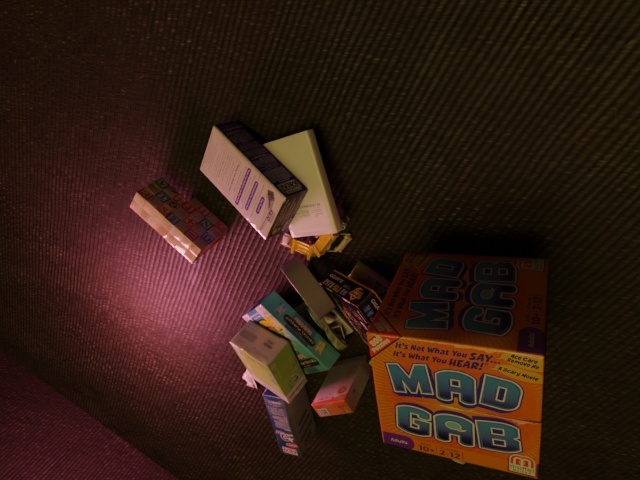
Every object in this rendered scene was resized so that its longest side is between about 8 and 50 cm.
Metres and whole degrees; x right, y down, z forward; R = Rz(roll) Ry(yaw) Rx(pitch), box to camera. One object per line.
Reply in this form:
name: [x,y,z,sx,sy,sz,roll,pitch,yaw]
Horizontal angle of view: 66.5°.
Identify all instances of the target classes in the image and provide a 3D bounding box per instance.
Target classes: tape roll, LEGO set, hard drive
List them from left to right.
hard drive: [-0.057,-0.164,1.480,0.203,0.040,0.308,-5,107,44]
tape roll: [-0.042,0.157,1.628,0.072,0.219,0.219,-36,102,-5]
LEGO set: [0.000,0.000,1.601,0.287,0.107,0.132,-28,70,42]

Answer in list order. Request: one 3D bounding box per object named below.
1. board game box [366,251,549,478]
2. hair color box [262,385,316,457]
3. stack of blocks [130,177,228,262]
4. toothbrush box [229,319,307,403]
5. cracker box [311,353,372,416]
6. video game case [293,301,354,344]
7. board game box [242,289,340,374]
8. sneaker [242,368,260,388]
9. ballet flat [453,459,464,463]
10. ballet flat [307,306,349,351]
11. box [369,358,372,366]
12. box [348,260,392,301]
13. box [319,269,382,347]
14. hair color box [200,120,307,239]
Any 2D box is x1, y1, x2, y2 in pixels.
board game box: [0.354,0.275,1.193,0.356,0.356,0.357,3,121,25]
hair color box: [-0.124,0.718,2.046,0.105,0.174,0.347,2,120,25]
stack of blocks: [-0.498,-0.082,1.736,0.297,0.171,0.087,42,129,-1]
toothbrush box: [-0.192,0.459,1.843,0.206,0.122,0.283,22,145,35]
cracker box: [0.085,0.527,1.780,0.155,0.232,0.067,-23,109,36]
video game case: [-0.006,0.305,1.821,0.193,0.023,0.212,47,130,-6]
board game box: [-0.117,0.352,1.819,0.336,0.079,0.254,45,150,-4]
sneaker: [-0.313,0.584,2.133,0.075,0.057,0.161,0,122,21]
ballet flat: [0.489,0.788,1.853,0.168,0.057,0.052,29,119,8]
ballet flat: [0.034,0.304,1.752,0.068,0.072,0.213,-29,106,10]
box: [0.362,0.466,1.714,0.322,0.058,0.232,39,129,-1]
box: [0.173,0.158,1.624,0.178,0.042,0.109,35,129,5]
box: [0.159,0.257,1.548,0.322,0.079,0.257,54,168,-24]
hair color box: [-0.213,-0.190,1.507,0.339,0.110,0.185,47,133,17]
